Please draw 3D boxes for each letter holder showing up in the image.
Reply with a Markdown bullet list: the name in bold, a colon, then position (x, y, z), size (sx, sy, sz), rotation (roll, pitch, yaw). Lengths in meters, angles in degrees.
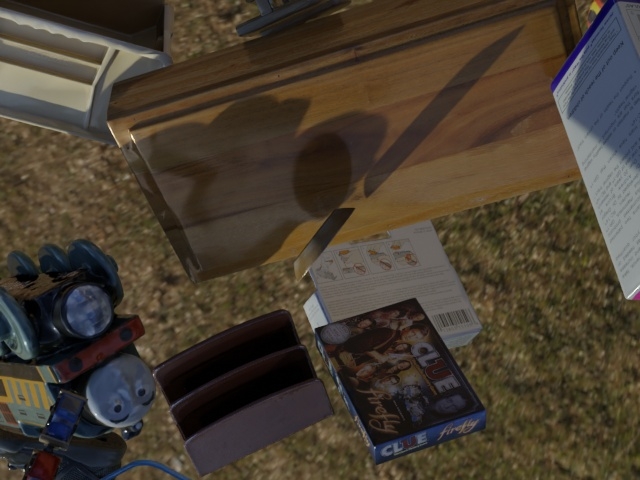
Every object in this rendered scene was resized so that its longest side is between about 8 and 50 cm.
- **letter holder**: position (-0.156, 0.298, 2.259), size (0.301, 0.152, 0.214), rotation (-24, 132, -7)

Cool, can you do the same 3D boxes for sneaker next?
- **sneaker**: position (-0.402, 0.325, 1.610), size (0.227, 0.087, 0.130), rotation (13, 103, -18)

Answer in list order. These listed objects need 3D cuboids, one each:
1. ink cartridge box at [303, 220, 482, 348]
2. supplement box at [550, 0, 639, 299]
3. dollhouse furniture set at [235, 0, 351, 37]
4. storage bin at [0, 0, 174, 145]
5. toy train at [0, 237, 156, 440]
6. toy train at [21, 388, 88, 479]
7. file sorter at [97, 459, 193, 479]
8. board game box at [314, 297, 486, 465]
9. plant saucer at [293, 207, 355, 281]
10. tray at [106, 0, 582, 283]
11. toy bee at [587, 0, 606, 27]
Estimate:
- **ink cartridge box**: position (0.098, 0.076, 1.829), size (0.060, 0.275, 0.239), rotation (-54, 52, 50)
- **supplement box**: position (0.276, -0.071, 0.875), size (0.111, 0.220, 0.114), rotation (5, 142, -20)
- **dollhouse furniture set**: position (-0.041, -0.308, 0.989), size (0.161, 0.242, 0.212), rotation (-22, 93, 16)
- **storage bin**: position (-0.281, -0.239, 1.213), size (0.260, 0.262, 0.123), rotation (13, 124, -17)
- **toy train**: position (-0.278, 0.110, 1.152), size (0.334, 0.142, 0.190), rotation (-7, 112, 54)
- **toy train**: position (-0.213, 0.178, 0.857), size (0.027, 0.158, 0.036), rotation (22, 143, -8)
- **file sorter**: position (-0.141, 0.275, 0.879), size (0.118, 0.170, 0.104), rotation (36, 130, -28)
- **board game box**: position (0.108, 0.192, 1.596), size (0.165, 0.243, 0.042), rotation (-16, 131, -12)
- **plant saucer**: position (0.000, 0.000, 1.002), size (0.015, 0.083, 0.083), rotation (38, 116, -1)
- **tray**: position (0.038, -0.102, 1.030), size (0.410, 0.076, 0.203), rotation (-16, 128, 9)
- **toy bee**: position (0.403, -0.201, 1.055), size (0.298, 0.195, 0.162), rotation (19, 141, 11)
